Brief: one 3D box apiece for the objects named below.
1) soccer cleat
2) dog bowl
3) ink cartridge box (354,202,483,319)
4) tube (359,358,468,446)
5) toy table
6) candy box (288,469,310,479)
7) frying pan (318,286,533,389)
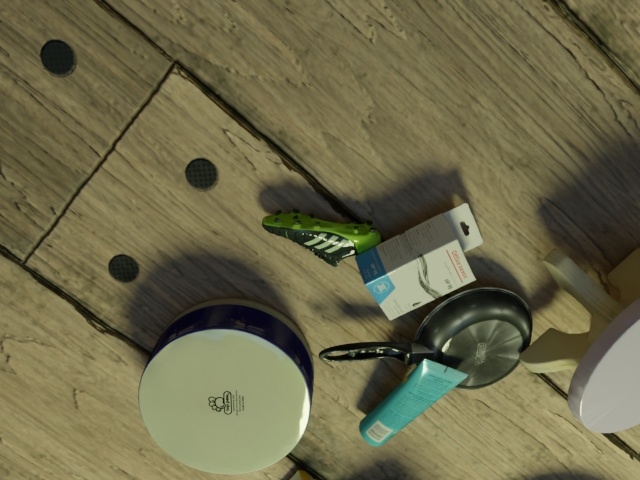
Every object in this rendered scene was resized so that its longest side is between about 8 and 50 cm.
[{"bbox_3d":[0.000,0.000,0.867,0.179,0.060,0.072,9,115,-4],"label":"soccer cleat"},{"bbox_3d":[-0.143,0.229,0.921,0.265,0.104,0.264,0,109,0],"label":"dog bowl"},{"bbox_3d":[0.155,0.032,0.855,0.180,0.060,0.104,-27,133,10],"label":"ink cartridge box"},{"bbox_3d":[0.136,0.254,0.920,0.080,0.052,0.207,19,129,-23],"label":"tube"},{"bbox_3d":[0.427,0.125,0.829,0.274,0.161,0.252,-32,116,-4],"label":"toy table"},{"bbox_3d":[-0.021,0.501,0.971,0.027,0.206,0.105,23,112,-40],"label":"candy box"},{"bbox_3d":[0.183,0.146,0.890,0.326,0.053,0.197,14,115,-19],"label":"frying pan"}]
